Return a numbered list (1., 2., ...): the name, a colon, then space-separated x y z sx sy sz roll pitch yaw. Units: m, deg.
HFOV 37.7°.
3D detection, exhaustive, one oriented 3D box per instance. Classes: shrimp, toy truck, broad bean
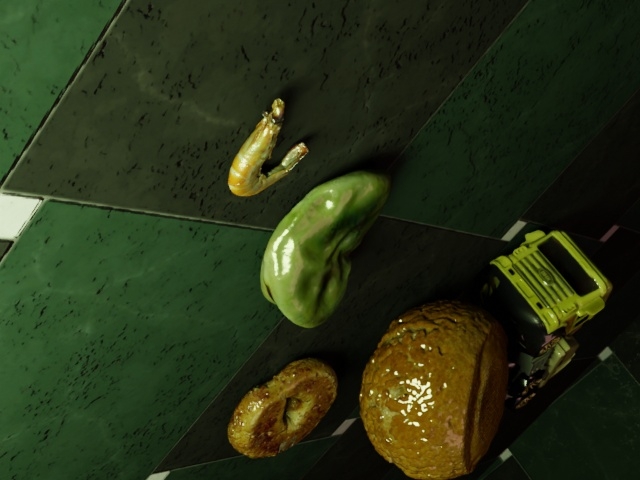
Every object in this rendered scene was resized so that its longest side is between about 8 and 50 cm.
1. shrimp: -0.043 -0.091 0.888 0.091 0.025 0.127 -23 154 -34
2. toy truck: 0.399 0.144 1.718 0.254 0.181 0.405 -32 154 -14
3. broad bean: 0.002 0.002 1.069 0.153 0.072 0.207 -8 128 -53

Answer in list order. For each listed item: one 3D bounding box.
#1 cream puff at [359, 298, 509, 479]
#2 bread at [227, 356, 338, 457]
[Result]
1. cream puff: 0.175 0.230 1.483 0.303 0.212 0.303 -42 139 -53
2. bread: -0.055 0.243 1.373 0.193 0.064 0.193 -30 147 -23
